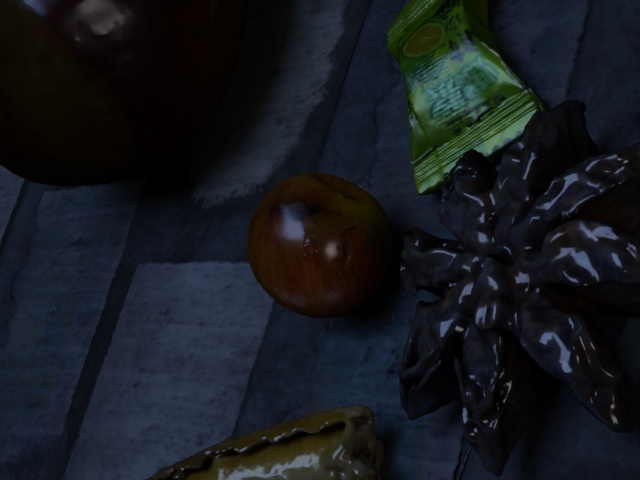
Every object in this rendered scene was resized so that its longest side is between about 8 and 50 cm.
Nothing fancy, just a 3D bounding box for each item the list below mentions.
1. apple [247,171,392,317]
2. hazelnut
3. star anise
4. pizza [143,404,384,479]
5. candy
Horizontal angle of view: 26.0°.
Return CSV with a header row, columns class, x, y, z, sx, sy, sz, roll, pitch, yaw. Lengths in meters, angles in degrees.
class,x,y,z,sx,sy,sz,roll,pitch,yaw
apple,0.000,0.000,1.317,0.146,0.146,0.146,-30,46,36
hazelnut,-0.276,-0.252,1.661,0.429,0.402,0.402,-22,51,47
star anise,0.169,0.027,1.120,0.331,0.117,0.332,-25,54,40
pizza,-0.141,0.352,1.215,0.391,0.080,0.435,-3,61,28
candy,0.125,-0.172,1.350,0.149,0.069,0.246,-35,44,27
